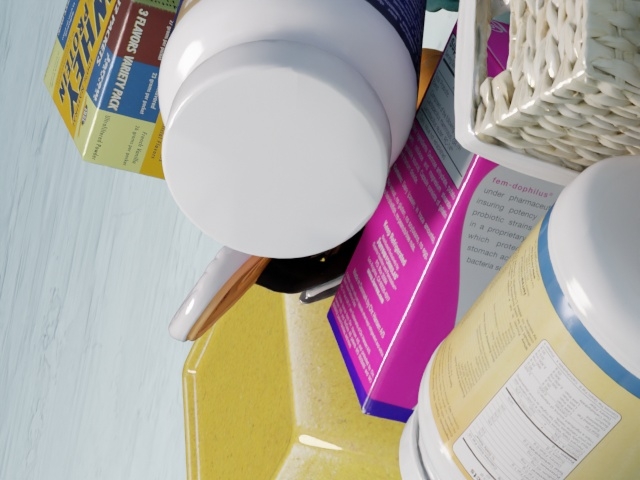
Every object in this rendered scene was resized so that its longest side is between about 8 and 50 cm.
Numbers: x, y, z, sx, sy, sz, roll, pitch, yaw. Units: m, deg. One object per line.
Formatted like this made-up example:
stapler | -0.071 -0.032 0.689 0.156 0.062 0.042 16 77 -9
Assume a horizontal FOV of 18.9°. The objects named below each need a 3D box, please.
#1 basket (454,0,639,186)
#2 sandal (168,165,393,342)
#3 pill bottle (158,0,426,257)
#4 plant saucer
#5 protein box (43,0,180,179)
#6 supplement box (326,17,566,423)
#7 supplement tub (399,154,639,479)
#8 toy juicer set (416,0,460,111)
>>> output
basket | 0.163 -0.090 0.966 0.103 0.167 0.113 -29 52 54
sandal | -0.005 0.007 1.218 0.102 0.076 0.265 -52 -3 40
pill bottle | -0.015 -0.112 1.151 0.265 0.153 0.153 -82 17 -57
plant saucer | -0.026 0.119 1.372 0.333 0.081 0.333 117 155 -43
protein box | -0.103 -0.138 1.589 0.201 0.200 0.136 -126 53 -62
supplement box | 0.102 -0.006 1.131 0.114 0.111 0.220 -112 41 -58
supplement tub | 0.137 0.070 0.956 0.200 0.144 0.144 124 150 -42
toy juicer set | 0.108 -0.180 1.247 0.329 0.089 0.209 144 135 -58
